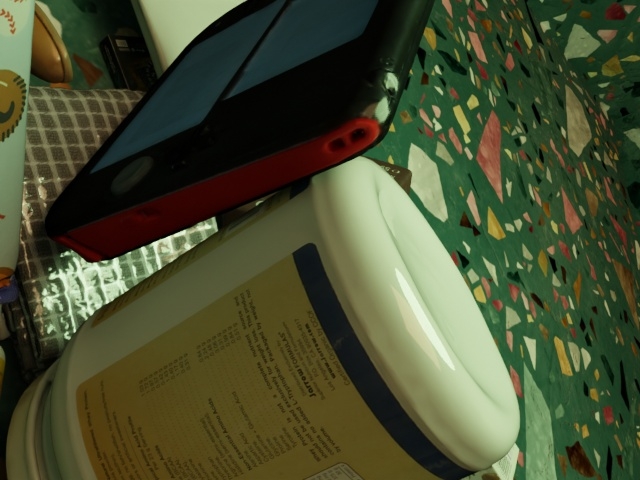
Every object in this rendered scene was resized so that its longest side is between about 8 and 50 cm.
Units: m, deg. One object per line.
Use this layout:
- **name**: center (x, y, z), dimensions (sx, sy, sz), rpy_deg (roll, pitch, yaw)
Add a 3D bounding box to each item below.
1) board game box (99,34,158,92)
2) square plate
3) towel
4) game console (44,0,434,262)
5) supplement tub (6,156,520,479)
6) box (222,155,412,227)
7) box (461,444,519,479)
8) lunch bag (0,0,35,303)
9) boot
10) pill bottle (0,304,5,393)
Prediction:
- **board game box**: center (-0.195, -0.212, 0.856), dimensions (0.186, 0.026, 0.126), rpy_deg (-17, 85, -52)
- **square plate**: center (-0.123, -0.239, 0.891), dimensions (0.344, 0.049, 0.348), rpy_deg (-9, 78, -59)
- **towel**: center (-0.224, -0.019, 0.646), dimensions (0.235, 0.121, 0.284), rpy_deg (-13, 81, -51)
- **game console**: center (-0.052, -0.155, 0.552), dimensions (0.060, 0.341, 0.387), rpy_deg (48, 42, -27)
- **supplement tub**: center (-0.045, 0.108, 0.466), dimensions (0.228, 0.316, 0.228), rpy_deg (50, 19, -25)
- **box**: center (0.000, 0.000, 0.808), dimensions (0.203, 0.168, 0.167), rpy_deg (-47, 148, -49)
- **box**: center (0.099, 0.124, 0.650), dimensions (0.324, 0.063, 0.067), rpy_deg (56, 36, -13)
- **lunch bag**: center (-0.363, -0.101, 0.312), dimensions (0.385, 0.328, 0.239), rpy_deg (-8, 41, -40)
- **boot**: center (-0.352, -0.188, 0.594), dimensions (0.197, 0.073, 0.152), rpy_deg (37, 50, 8)
- **pill bottle**: center (-0.307, 0.131, 0.471), dimensions (0.119, 0.119, 0.209), rpy_deg (21, 57, -43)
